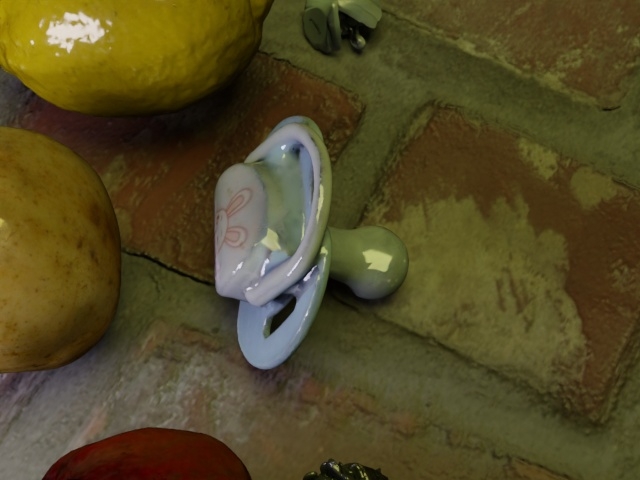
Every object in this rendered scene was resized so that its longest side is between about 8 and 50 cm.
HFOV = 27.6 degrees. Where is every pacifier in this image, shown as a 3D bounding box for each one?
[{"bbox_3d":[0.000,0.000,1.404,0.226,0.238,0.287,13,50,-29],"label":"pacifier"}]

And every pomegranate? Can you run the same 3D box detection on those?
[{"bbox_3d":[-0.329,0.010,1.341,0.260,0.260,0.260,1,57,-2],"label":"pomegranate"}]

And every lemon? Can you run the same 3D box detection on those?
[{"bbox_3d":[-0.218,-0.267,1.510,0.316,0.285,0.285,-33,54,27],"label":"lemon"}]

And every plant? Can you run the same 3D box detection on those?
[{"bbox_3d":[0.024,0.256,1.252,0.092,0.143,0.094,-25,79,15],"label":"plant"}]

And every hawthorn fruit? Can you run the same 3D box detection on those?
[{"bbox_3d":[-0.143,0.269,1.208,0.250,0.215,0.215,-15,59,-21],"label":"hawthorn fruit"}]

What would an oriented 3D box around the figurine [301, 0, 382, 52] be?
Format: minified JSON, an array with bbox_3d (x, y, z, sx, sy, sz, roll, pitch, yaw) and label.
[{"bbox_3d":[0.032,-0.284,1.652,0.086,0.082,0.094,-22,70,-35],"label":"figurine"}]
